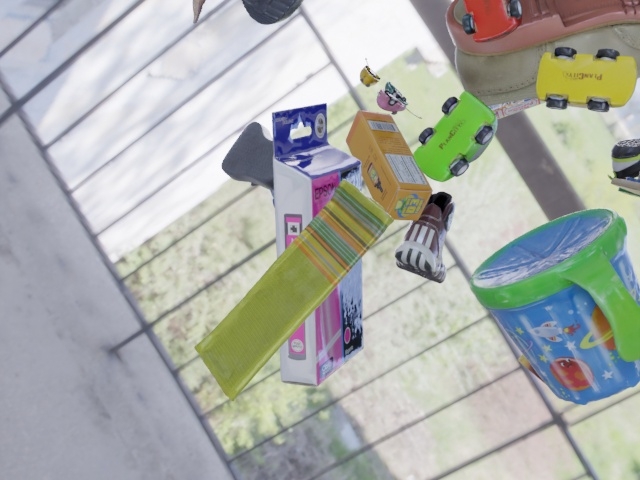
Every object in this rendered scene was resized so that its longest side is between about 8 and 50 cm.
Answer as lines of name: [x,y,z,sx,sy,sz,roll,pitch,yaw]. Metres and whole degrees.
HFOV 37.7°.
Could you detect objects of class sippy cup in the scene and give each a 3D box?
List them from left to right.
sippy cup: [0.369,0.104,1.361,0.224,0.240,0.305,61,28,-10]

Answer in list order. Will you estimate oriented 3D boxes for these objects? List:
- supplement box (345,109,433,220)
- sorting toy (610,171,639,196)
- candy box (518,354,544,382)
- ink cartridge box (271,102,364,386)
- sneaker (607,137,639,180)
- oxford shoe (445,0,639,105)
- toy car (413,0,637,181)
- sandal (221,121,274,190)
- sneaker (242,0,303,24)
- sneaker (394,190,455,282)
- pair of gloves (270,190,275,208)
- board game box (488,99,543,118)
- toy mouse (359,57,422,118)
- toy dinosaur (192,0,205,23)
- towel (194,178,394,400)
supplement box: [0.122,-0.139,1.716,0.080,0.078,0.233,5,42,-24]
sorting toy: [0.615,-0.093,1.653,0.132,0.046,0.274,14,5,-34]
candy box: [0.447,0.186,1.683,0.109,0.186,0.053,42,48,17]
ink cartridge box: [0.000,0.000,1.305,0.176,0.069,0.371,-26,115,-63]
sneaker: [0.691,-0.158,1.881,0.084,0.235,0.097,-88,173,-71]
oxford shoe: [0.353,-0.246,1.107,0.146,0.397,0.140,74,17,-44]
toy car: [0.185,-0.157,0.991,0.239,0.225,0.053,46,19,23]
sandal: [-0.088,-0.117,1.436,0.054,0.097,0.254,38,1,-27]
sneaker: [0.007,-0.414,1.177,0.112,0.319,0.131,42,34,18]
sneaker: [0.221,-0.011,1.838,0.106,0.162,0.281,21,-5,8]
pair of gloves: [-0.074,-0.100,2.081,0.198,0.023,0.159,114,-45,-64]
board game box: [0.382,-0.358,1.927,0.045,0.147,0.193,37,37,-69]
toy mouse: [0.126,-0.261,1.729,0.143,0.031,0.161,40,20,-14]
toy dinosaur: [-0.254,-0.630,2.130,0.200,0.127,0.295,-3,58,-19]
towel: [-0.029,0.045,0.936,0.021,0.237,0.102,42,0,-32]
